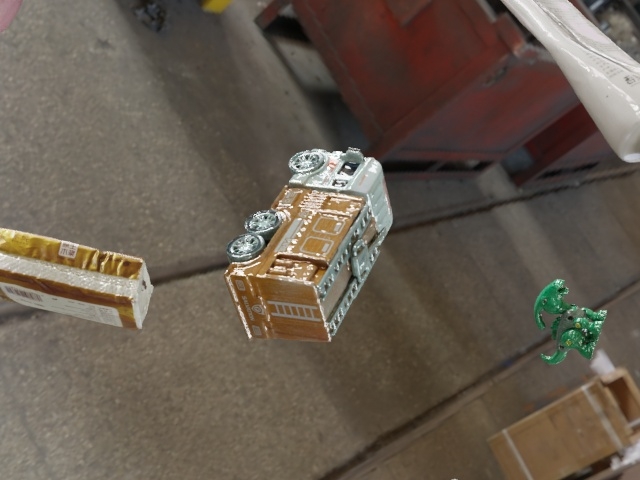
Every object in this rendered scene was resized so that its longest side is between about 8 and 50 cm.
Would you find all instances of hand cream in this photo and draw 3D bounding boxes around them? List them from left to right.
[{"bbox_3d":[0.247,-0.188,0.934,0.121,0.076,0.336,2,45,-39],"label":"hand cream"}]

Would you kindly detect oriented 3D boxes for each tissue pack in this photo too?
[{"bbox_3d":[-0.370,0.062,1.440,0.226,0.183,0.092,11,74,-3],"label":"tissue pack"}]

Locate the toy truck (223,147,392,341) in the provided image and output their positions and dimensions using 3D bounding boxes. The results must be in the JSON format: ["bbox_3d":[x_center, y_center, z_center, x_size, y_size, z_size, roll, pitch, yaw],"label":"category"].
[{"bbox_3d":[0.000,0.000,1.348,0.305,0.162,0.136,-58,144,-43],"label":"toy truck"}]

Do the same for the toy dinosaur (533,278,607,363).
[{"bbox_3d":[0.337,0.118,1.331,0.096,0.132,0.059,22,32,18],"label":"toy dinosaur"}]

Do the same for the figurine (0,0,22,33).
[{"bbox_3d":[-0.323,-0.226,0.776,0.173,0.173,0.173,34,35,-28],"label":"figurine"}]
